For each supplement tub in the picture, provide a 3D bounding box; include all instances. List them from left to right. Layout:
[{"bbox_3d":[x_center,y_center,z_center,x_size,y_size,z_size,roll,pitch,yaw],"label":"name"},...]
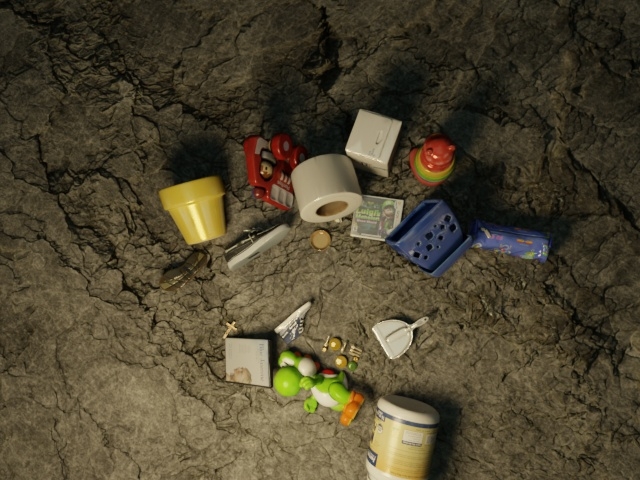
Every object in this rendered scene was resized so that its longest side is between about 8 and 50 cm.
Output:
[{"bbox_3d":[0.290,0.744,1.720,0.228,0.228,0.316,12,86,9],"label":"supplement tub"}]

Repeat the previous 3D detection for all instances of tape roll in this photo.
[{"bbox_3d":[0.023,-0.193,1.817,0.246,0.246,0.169,-16,70,6],"label":"tape roll"}]

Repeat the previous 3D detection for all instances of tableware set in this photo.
[{"bbox_3d":[0.081,0.446,1.883,0.154,0.024,0.104,21,91,8],"label":"tableware set"}]

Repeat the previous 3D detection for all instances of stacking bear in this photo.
[{"bbox_3d":[0.426,-0.307,1.767,0.175,0.289,0.164,-4,84,8],"label":"stacking bear"}]

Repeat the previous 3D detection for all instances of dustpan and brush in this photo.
[{"bbox_3d":[0.321,0.348,1.837,0.211,0.060,0.147,-32,81,4],"label":"dustpan and brush"}]

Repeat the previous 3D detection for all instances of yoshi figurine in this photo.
[{"bbox_3d":[-0.030,0.569,1.804,0.362,0.203,0.203,31,96,13],"label":"yoshi figurine"}]

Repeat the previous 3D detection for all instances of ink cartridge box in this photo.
[{"bbox_3d":[0.207,-0.367,1.832,0.168,0.233,0.171,19,87,9],"label":"ink cartridge box"}]

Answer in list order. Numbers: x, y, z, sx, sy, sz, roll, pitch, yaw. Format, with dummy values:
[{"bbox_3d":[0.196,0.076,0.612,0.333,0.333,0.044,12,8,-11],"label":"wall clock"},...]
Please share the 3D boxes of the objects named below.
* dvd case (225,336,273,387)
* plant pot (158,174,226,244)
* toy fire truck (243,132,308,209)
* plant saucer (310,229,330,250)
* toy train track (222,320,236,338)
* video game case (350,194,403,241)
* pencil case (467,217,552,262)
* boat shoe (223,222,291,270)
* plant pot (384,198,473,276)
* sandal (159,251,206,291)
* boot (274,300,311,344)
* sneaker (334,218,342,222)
[{"bbox_3d":[-0.283,0.474,1.869,0.253,0.022,0.180,-7,82,38],"label":"dvd case"},{"bbox_3d":[-0.490,-0.118,1.915,0.254,0.254,0.239,-14,99,7],"label":"plant pot"},{"bbox_3d":[-0.183,-0.268,1.852,0.169,0.302,0.253,3,80,29],"label":"toy fire truck"},{"bbox_3d":[0.000,0.000,1.937,0.083,0.015,0.083,-1,85,7],"label":"plant saucer"},{"bbox_3d":[-0.374,0.366,1.958,0.048,0.014,0.083,34,96,2],"label":"toy train track"},{"bbox_3d":[0.226,-0.089,1.911,0.190,0.022,0.173,9,86,9],"label":"video game case"},{"bbox_3d":[0.700,-0.003,1.781,0.306,0.133,0.119,12,77,8],"label":"pencil case"},{"bbox_3d":[-0.262,0.001,1.929,0.306,0.113,0.105,-34,75,19],"label":"boat shoe"},{"bbox_3d":[0.407,-0.003,1.771,0.212,0.236,0.236,44,91,-5],"label":"plant pot"},{"bbox_3d":[-0.566,0.133,1.988,0.219,0.060,0.090,-44,86,-12],"label":"sandal"},{"bbox_3d":[-0.088,0.327,1.900,0.190,0.069,0.086,-42,88,11],"label":"boot"},{"bbox_3d":[0.082,-0.112,1.933,0.037,0.032,0.083,18,87,-11],"label":"sneaker"}]
